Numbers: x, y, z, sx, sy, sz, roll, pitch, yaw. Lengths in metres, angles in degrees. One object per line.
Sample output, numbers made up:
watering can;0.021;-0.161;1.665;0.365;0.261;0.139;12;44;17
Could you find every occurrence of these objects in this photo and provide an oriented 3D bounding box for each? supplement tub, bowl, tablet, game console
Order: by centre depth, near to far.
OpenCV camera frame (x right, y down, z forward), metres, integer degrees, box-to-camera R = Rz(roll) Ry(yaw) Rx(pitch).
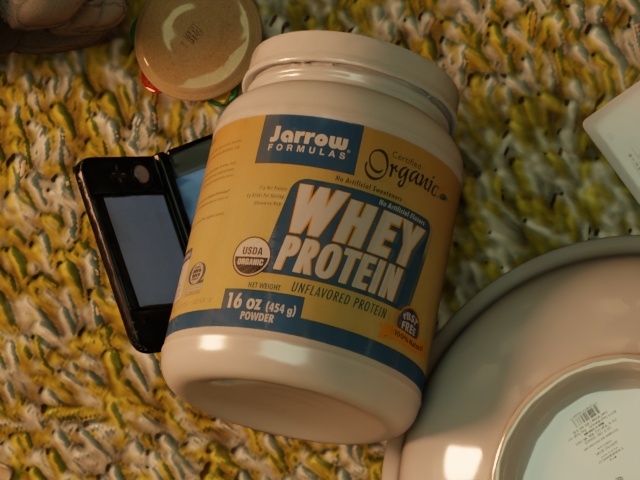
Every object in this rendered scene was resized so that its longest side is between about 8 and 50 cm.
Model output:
bowl;0.168;0.136;1.013;0.297;0.134;0.298;-1;82;10
supplement tub;0.000;0.000;1.050;0.144;0.144;0.200;8;71;12
tablet;0.197;-0.051;1.099;0.054;0.006;0.083;-35;77;4
game console;-0.071;-0.005;1.115;0.071;0.107;0.122;-28;75;35

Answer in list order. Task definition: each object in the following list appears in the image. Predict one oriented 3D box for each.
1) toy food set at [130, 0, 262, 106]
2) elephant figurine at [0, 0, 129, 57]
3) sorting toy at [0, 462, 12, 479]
toy food set;-0.076;-0.123;1.156;0.083;0.020;0.083;25;88;13
elephant figurine;-0.198;-0.234;1.131;0.186;0.169;0.239;-8;86;-6
sorting toy;-0.234;0.154;1.151;0.083;0.012;0.062;17;86;13
